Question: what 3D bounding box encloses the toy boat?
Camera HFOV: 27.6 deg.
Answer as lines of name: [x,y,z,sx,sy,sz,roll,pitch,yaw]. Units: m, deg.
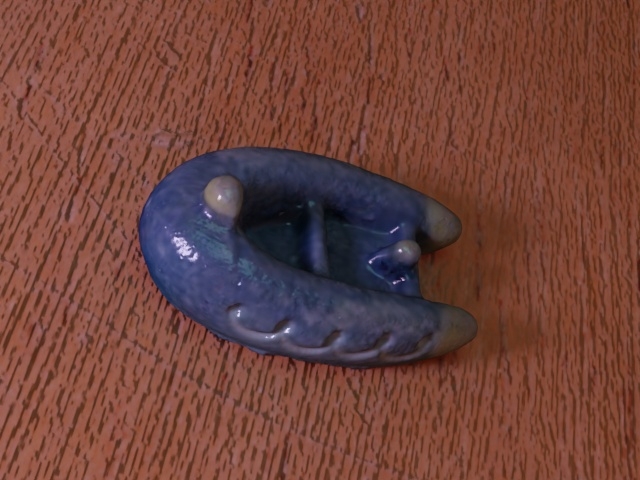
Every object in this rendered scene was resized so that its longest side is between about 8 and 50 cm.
toy boat: [0.000,0.000,1.193,0.330,0.123,0.215,13,52,-18]
